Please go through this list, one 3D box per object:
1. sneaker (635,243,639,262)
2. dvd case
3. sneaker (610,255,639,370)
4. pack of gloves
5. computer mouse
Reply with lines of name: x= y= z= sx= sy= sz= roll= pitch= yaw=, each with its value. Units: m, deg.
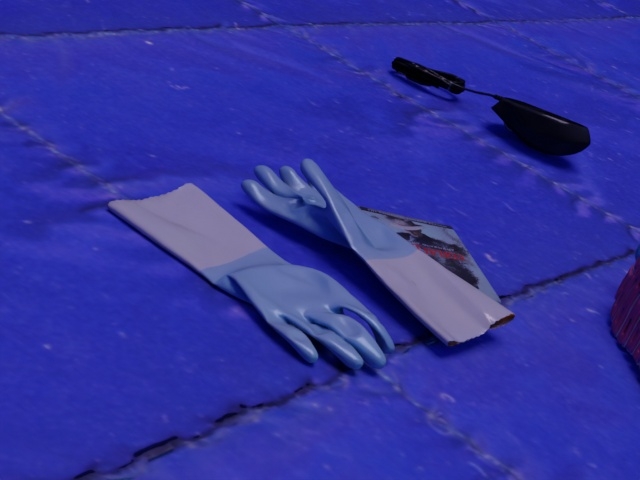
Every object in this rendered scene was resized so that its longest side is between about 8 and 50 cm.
sneaker: x=0.384 y=0.028 z=1.174 sx=0.275 sy=0.107 sz=0.110 roll=12 pitch=4 yaw=-38
dvd case: x=0.081 y=0.013 z=1.054 sx=0.087 sy=0.013 sz=0.119 roll=12 pitch=24 yaw=-21
sneaker: x=0.274 y=0.072 z=1.034 sx=0.075 sy=0.063 sz=0.170 roll=19 pitch=25 yaw=-14
pack of gloves: x=0.000 y=0.000 z=0.956 sx=0.232 sy=0.046 sz=0.195 roll=36 pitch=31 yaw=30
computer mouse: x=0.176 y=-0.141 z=1.454 sx=0.242 sy=0.041 sz=0.071 roll=27 pitch=14 yaw=29
